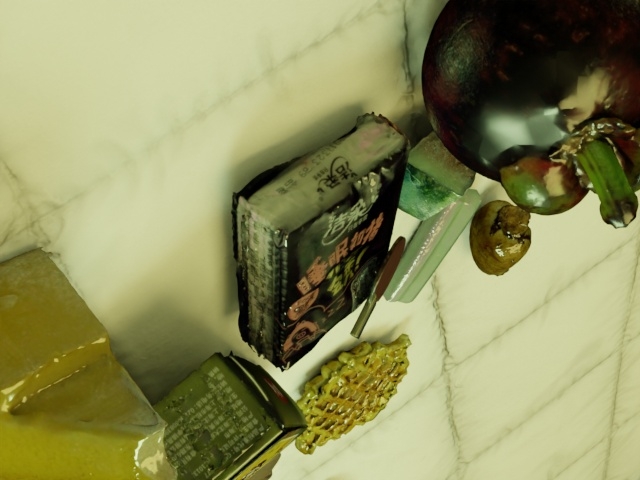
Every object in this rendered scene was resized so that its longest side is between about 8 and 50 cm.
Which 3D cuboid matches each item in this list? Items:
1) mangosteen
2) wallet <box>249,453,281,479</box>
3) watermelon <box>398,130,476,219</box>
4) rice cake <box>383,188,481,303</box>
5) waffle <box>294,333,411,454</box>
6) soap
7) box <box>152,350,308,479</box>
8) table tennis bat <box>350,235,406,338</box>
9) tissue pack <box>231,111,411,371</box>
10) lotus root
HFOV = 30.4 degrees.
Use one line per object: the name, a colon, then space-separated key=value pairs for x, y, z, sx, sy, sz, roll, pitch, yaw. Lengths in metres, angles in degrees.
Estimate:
mangosteen: x=0.279 y=-0.182 z=1.440 sx=0.306 sy=0.360 sz=0.306 roll=-3 pitch=142 yaw=-2
wallet: x=-0.137 y=0.406 z=1.995 sx=0.118 sy=0.039 sz=0.153 roll=-5 pitch=136 yaw=-42
watermelon: x=0.202 y=-0.128 z=1.650 sx=0.241 sy=0.094 sz=0.154 roll=-45 pitch=173 yaw=-22
rice cake: x=0.169 y=0.010 z=1.846 sx=0.080 sy=0.042 sz=0.222 roll=-2 pitch=132 yaw=-48
waffle: x=0.051 y=0.264 z=2.017 sx=0.245 sy=0.052 sz=0.254 roll=-26 pitch=147 yaw=-27
soap: x=-0.370 y=0.202 z=1.237 sx=0.338 sy=0.304 sz=0.169 roll=-26 pitch=142 yaw=-24
box: x=-0.222 y=0.338 z=1.614 sx=0.420 sy=0.138 sz=0.373 roll=-40 pitch=170 yaw=-3
table tennis bat: x=0.082 y=0.065 z=1.652 sx=0.158 sy=0.014 sz=0.095 roll=-63 pitch=168 yaw=-9
tissue pack: x=0.000 y=0.000 z=1.571 sx=0.245 sy=0.123 sz=0.332 roll=-39 pitch=154 yaw=-27
lotus root: x=0.286 y=0.009 z=1.918 sx=0.094 sy=0.108 sz=0.191 roll=-5 pitch=153 yaw=-7
